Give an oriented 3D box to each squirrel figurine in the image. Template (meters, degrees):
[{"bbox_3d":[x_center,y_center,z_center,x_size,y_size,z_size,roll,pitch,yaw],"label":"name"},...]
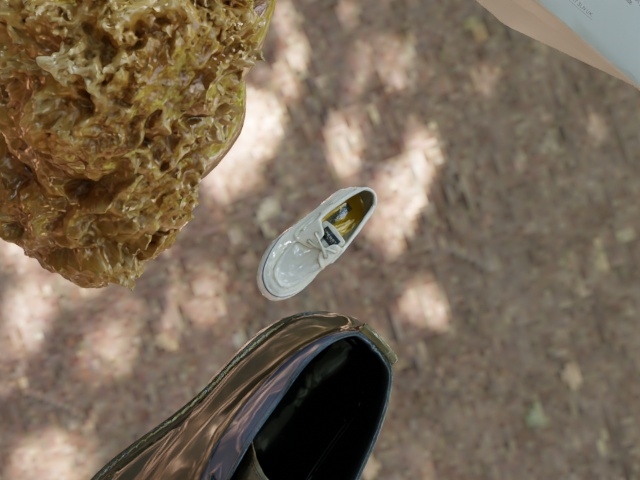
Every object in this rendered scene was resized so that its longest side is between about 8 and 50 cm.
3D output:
[{"bbox_3d":[-0.105,-0.175,1.314,0.281,0.370,0.397,32,38,-23],"label":"squirrel figurine"}]

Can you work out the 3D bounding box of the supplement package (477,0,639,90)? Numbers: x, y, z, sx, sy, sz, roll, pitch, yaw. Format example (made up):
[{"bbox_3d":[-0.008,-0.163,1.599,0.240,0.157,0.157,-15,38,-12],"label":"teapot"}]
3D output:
[{"bbox_3d":[0.134,-0.211,0.895,0.149,0.203,0.194,37,4,-22],"label":"supplement package"}]

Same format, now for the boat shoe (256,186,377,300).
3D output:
[{"bbox_3d":[0.000,0.000,1.172,0.100,0.035,0.035,-42,100,-26],"label":"boat shoe"}]

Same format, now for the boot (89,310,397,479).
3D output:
[{"bbox_3d":[-0.050,0.112,0.736,0.082,0.106,0.219,39,77,-5],"label":"boot"}]
